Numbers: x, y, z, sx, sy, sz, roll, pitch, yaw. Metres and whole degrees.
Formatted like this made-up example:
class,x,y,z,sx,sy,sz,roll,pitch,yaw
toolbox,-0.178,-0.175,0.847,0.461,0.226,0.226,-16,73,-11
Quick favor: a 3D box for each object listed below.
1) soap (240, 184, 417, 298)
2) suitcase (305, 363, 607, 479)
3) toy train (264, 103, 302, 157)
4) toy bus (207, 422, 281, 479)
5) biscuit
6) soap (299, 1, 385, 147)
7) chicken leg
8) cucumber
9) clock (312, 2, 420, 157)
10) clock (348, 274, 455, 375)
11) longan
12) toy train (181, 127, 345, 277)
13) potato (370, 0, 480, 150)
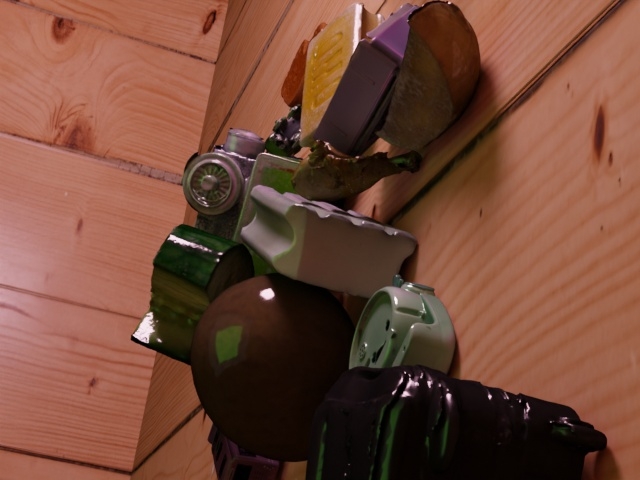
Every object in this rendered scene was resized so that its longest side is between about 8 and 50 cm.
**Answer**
class,x,y,z,sx,sy,sz,roll,pitch,yaw
soap,0.000,0.000,1.401,0.289,0.173,0.095,-150,75,-74
suitcase,0.074,0.285,0.885,0.339,0.188,0.345,145,137,-75
toy train,-0.020,-0.205,1.752,0.202,0.060,0.081,-45,-2,-39
toy bus,-0.122,0.343,1.647,0.178,0.098,0.086,-126,52,-72
biscuit,-0.026,-0.362,2.121,0.192,0.036,0.186,-117,47,-69
soap,0.036,-0.258,1.664,0.140,0.073,0.232,-36,38,41
chicken leg,0.045,-0.099,1.372,0.070,0.178,0.093,-65,-36,-52
cucumber,-0.176,0.072,1.483,0.191,0.130,0.191,18,-90,-84
clock,0.080,-0.212,1.400,0.144,0.073,0.193,-46,-9,-44
clock,0.084,0.123,1.188,0.211,0.066,0.159,-104,34,-63
longan,-0.053,0.167,1.355,0.248,0.248,0.248,-165,90,-75
toy train,-0.103,-0.011,1.638,0.173,0.249,0.307,-6,-67,-76
potato,0.153,-0.191,1.260,0.120,0.100,0.261,-39,-15,-20
